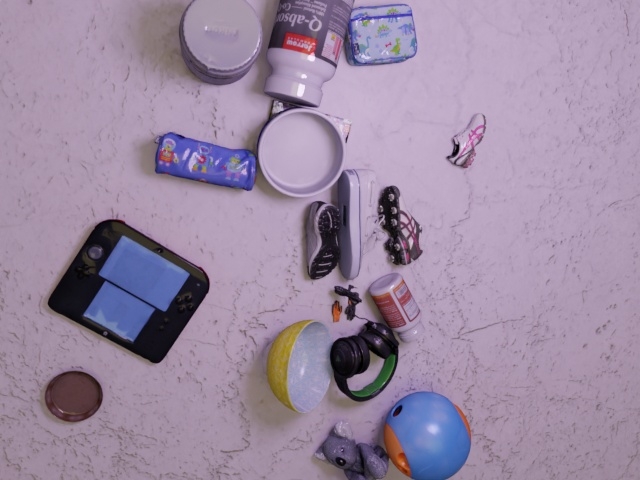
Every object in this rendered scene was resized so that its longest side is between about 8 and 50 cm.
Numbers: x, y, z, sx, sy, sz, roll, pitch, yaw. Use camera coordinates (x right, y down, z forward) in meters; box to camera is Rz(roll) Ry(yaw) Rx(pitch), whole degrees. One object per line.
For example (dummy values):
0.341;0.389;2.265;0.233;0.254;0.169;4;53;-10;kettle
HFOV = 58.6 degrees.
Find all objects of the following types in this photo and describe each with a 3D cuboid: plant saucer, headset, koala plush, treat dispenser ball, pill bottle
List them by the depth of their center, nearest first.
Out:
-0.037;-0.586;1.654;0.210;0.210;0.363;13;96;-14;pill bottle
-0.758;0.476;1.759;0.168;0.029;0.168;-2;100;-12;plant saucer
0.127;0.339;1.878;0.243;0.185;0.394;-26;120;-29;headset
0.260;0.226;1.896;0.121;0.121;0.216;-31;105;-6;pill bottle
0.354;0.651;1.898;0.288;0.288;0.288;-2;99;-12;treat dispenser ball
0.100;0.737;1.935;0.221;0.203;0.196;32;104;5;koala plush

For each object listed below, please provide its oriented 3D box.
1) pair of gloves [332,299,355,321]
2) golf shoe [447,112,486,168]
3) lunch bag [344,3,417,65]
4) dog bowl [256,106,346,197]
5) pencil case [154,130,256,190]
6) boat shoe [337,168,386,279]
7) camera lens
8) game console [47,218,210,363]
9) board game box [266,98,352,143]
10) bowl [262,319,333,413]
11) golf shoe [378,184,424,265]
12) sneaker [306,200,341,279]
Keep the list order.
0.079;0.235;1.915;0.083;0.010;0.074;-2;98;-15;pair of gloves
0.486;-0.337;1.883;0.086;0.067;0.186;20;94;-13;golf shoe
0.182;-0.636;1.760;0.219;0.090;0.176;-8;98;-12;lunch bag
-0.061;-0.269;1.726;0.265;0.104;0.265;-3;107;-10;dog bowl
-0.337;-0.236;1.692;0.306;0.119;0.133;11;86;-14;pencil case
0.139;-0.053;1.813;0.156;0.136;0.367;-9;111;-21;boat shoe
-0.277;-0.553;1.573;0.219;0.274;0.219;-2;99;-12;camera lens
-0.570;0.154;1.734;0.386;0.060;0.342;33;90;-15;game console
-0.039;-0.342;1.788;0.259;0.030;0.136;12;98;-14;board game box
-0.090;0.388;1.809;0.156;0.289;0.289;3;101;30;bowl
0.268;-0.056;1.878;0.120;0.105;0.273;-19;107;-27;golf shoe
0.000;0.000;1.823;0.100;0.108;0.271;-7;117;-30;sneaker
